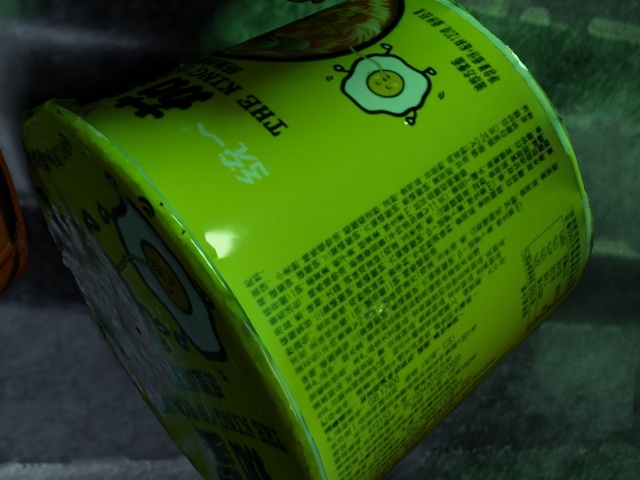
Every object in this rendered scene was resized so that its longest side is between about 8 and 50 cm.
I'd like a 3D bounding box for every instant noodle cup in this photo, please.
[{"bbox_3d":[0.000,0.000,0.780,0.254,0.325,0.326,-33,124,-21],"label":"instant noodle cup"}]

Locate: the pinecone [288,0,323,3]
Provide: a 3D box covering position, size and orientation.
[{"bbox_3d":[-0.028,-0.243,0.568,0.243,0.243,0.257,1,108,-28],"label":"pinecone"}]

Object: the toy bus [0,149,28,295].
[{"bbox_3d":[-0.331,0.029,0.701,0.329,0.153,0.143,-21,119,-18],"label":"toy bus"}]
